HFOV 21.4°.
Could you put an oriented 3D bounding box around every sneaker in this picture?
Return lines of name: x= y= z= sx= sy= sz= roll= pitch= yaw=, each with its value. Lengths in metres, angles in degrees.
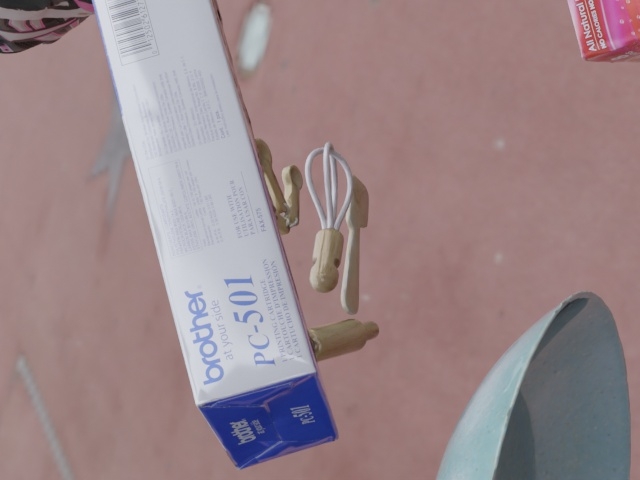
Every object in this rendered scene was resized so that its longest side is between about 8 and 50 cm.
sneaker: x=-0.228 y=-0.166 z=1.224 sx=0.077 sy=0.178 sz=0.072 roll=-43 pitch=68 yaw=27

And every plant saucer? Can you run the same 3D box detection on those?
plant saucer: x=0.072 y=0.113 z=0.622 sx=0.037 sy=0.195 sz=0.195 roll=5 pitch=80 yaw=25

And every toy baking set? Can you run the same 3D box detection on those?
toy baking set: x=0.001 y=0.007 z=1.466 sx=0.030 sy=0.256 sz=0.196 roll=-15 pitch=83 yaw=29

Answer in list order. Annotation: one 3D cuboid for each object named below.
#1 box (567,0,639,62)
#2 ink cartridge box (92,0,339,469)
box: x=0.223 y=-0.257 z=1.133 sx=0.128 sy=0.123 sz=0.256 roll=-16 pitch=86 yaw=35
ink cartridge box: x=-0.045 y=-0.025 z=0.649 sx=0.097 sy=0.046 sz=0.207 roll=76 pitch=178 yaw=-68
